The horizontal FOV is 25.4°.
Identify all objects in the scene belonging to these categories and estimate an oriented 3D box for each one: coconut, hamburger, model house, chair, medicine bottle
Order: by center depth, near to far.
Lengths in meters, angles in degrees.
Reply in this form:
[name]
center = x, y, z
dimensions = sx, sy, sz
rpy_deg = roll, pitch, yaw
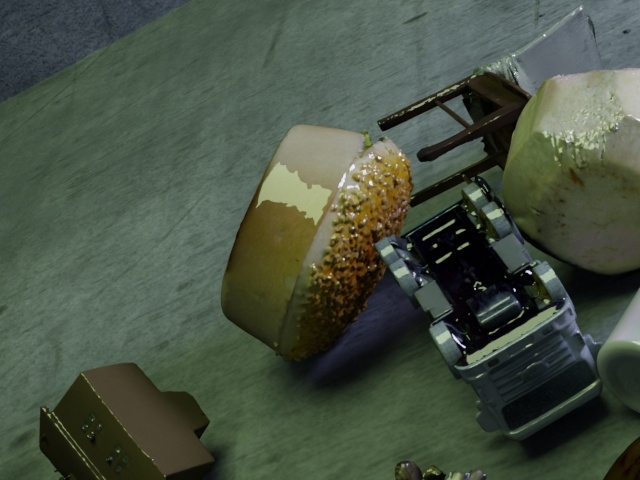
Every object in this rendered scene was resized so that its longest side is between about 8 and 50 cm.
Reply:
[medicine bottle]
center = 0.348, 0.074, 1.360
dimensions = 0.102, 0.103, 0.187
rpy_deg = -2, 38, 47
[coconut]
center = 0.312, -0.084, 1.559
dimensions = 0.241, 0.241, 0.241
rpy_deg = -26, 26, 14
[model house]
center = -0.249, 0.287, 1.647
dimensions = 0.248, 0.181, 0.176
rpy_deg = -51, -23, 20
[hamburger]
center = 0.000, 0.000, 1.694
dimensions = 0.170, 0.302, 0.302
rpy_deg = 21, 42, 6
[chair]
center = 0.255, -0.145, 1.783
dimensions = 0.319, 0.160, 0.186
rpy_deg = -27, 28, -7

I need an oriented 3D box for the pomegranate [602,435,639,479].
[pomegranate]
center = 0.312, 0.232, 1.036
dimensions = 0.247, 0.202, 0.202
rpy_deg = 1, 33, 7

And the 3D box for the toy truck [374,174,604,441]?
[toy truck]
center = 0.174, 0.063, 1.493
dimensions = 0.146, 0.175, 0.367
rpy_deg = -32, 25, 4

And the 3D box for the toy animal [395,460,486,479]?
[toy animal]
center = 0.051, 0.273, 1.338
dimensions = 0.214, 0.186, 0.094
rpy_deg = -45, 50, 25
